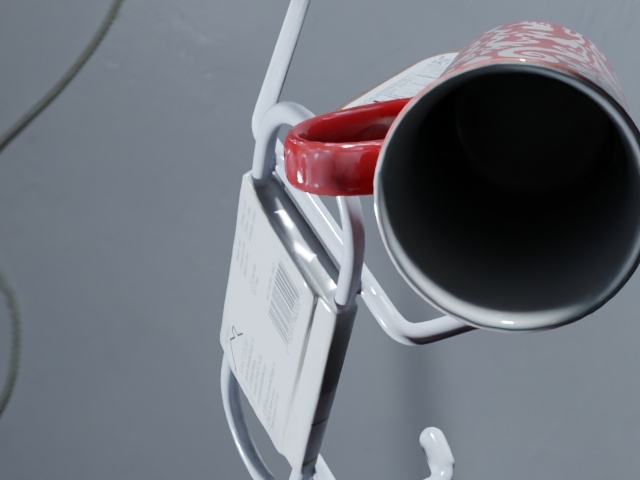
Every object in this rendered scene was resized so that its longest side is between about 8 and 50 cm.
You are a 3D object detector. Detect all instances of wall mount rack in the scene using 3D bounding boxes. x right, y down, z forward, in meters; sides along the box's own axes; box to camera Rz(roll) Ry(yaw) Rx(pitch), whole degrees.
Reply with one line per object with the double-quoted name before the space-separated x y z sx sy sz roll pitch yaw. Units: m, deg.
"wall mount rack" 0.000 0.000 1.064 0.304 0.130 0.350 58 153 30

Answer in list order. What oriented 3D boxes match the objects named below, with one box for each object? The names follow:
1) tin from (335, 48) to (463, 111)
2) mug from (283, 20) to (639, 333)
"tin" 0.089 -0.119 1.467 0.106 0.190 0.040 12 127 50
"mug" 0.075 -0.050 0.736 0.150 0.169 0.113 31 110 0
